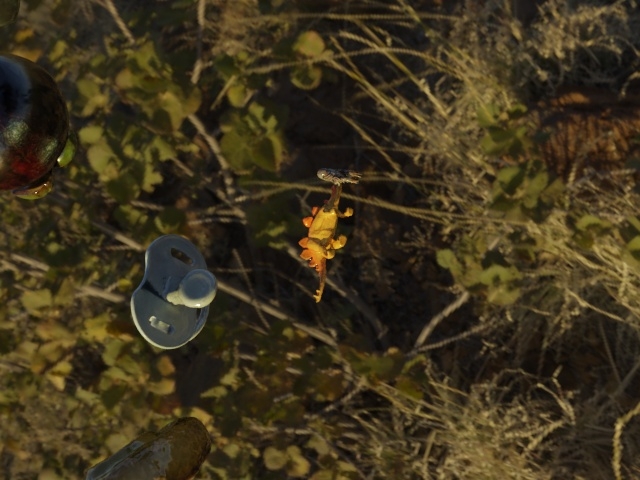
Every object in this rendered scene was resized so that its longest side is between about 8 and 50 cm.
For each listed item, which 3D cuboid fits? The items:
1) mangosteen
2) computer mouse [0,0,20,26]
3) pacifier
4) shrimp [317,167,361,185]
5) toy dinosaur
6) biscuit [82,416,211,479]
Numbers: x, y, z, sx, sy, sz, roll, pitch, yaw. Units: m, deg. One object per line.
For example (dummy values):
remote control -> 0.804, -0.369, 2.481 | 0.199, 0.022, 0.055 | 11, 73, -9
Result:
mangosteen -> -0.654, -0.235, 1.701 | 0.300, 0.300, 0.300 | -21, 54, 33
computer mouse -> -0.558, -0.471, 1.325 | 0.374, 0.114, 0.203 | 56, 137, 45
pacifier -> -0.313, 0.118, 1.944 | 0.207, 0.227, 0.279 | -15, 53, 42
shrimp -> 0.041, -0.127, 1.666 | 0.038, 0.092, 0.029 | -105, 17, -51
toy dinosaur -> 0.000, 0.000, 1.923 | 0.117, 0.070, 0.288 | 3, 79, 47
biscuit -> -0.283, 0.356, 1.271 | 0.091, 0.274, 0.213 | 60, 145, 2
